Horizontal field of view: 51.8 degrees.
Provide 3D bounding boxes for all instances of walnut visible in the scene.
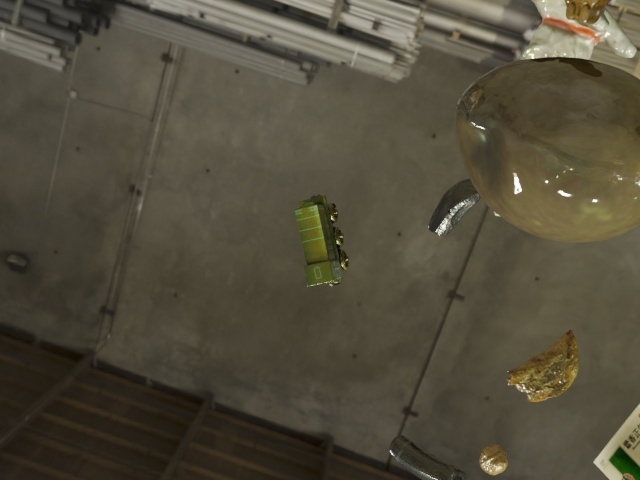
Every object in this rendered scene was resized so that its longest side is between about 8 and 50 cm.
[{"bbox_3d":[0.499,0.630,1.896,0.083,0.096,0.079,-11,-127,-22],"label":"walnut"}]

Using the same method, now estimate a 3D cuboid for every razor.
[{"bbox_3d":[0.206,0.435,1.270,0.148,0.054,0.090,22,165,37],"label":"razor"}]

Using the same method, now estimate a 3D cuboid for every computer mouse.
[{"bbox_3d":[0.389,-0.109,1.921,0.073,0.217,0.122,34,-155,-10],"label":"computer mouse"}]

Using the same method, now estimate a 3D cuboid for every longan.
[{"bbox_3d":[0.355,-0.137,0.987,0.288,0.288,0.350,6,-156,-37],"label":"longan"}]

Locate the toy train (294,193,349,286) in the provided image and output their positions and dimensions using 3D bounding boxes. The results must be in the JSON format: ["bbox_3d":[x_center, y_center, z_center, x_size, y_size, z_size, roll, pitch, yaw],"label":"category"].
[{"bbox_3d":[0.000,0.000,1.570,0.090,0.225,0.137,-14,177,20],"label":"toy train"}]

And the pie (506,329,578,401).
[{"bbox_3d":[0.420,0.242,1.218,0.170,0.092,0.034,-24,174,-17],"label":"pie"}]

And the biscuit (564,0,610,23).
[{"bbox_3d":[0.449,-0.469,1.036,0.035,0.248,0.184,4,-132,-15],"label":"biscuit"}]

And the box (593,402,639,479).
[{"bbox_3d":[0.781,0.508,1.555,0.095,0.212,0.168,1,-146,-34],"label":"box"}]

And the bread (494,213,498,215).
[{"bbox_3d":[0.589,-0.234,1.694,0.165,0.375,0.237,28,-145,26],"label":"bread"}]

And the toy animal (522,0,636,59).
[{"bbox_3d":[0.485,-0.499,1.407,0.308,0.188,0.266,15,-124,-39],"label":"toy animal"}]
